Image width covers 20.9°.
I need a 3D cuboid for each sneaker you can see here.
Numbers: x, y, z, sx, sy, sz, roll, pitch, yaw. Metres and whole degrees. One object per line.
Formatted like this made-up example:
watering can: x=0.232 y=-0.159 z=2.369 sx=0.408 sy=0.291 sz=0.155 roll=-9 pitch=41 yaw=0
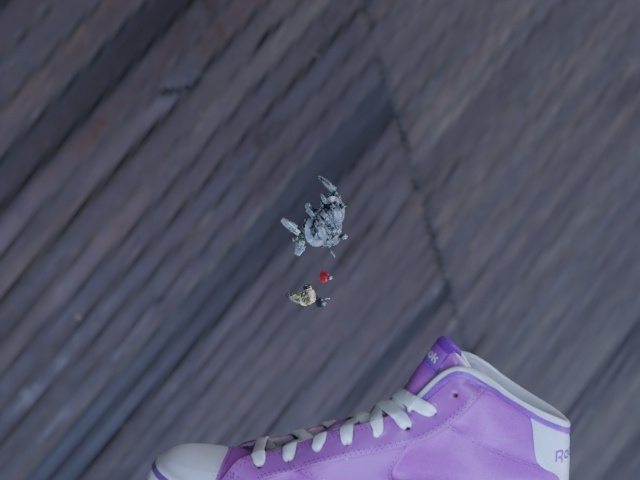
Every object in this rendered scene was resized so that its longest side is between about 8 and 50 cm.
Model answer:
sneaker: x=0.029 y=0.134 z=1.176 sx=0.102 sy=0.282 sz=0.161 roll=-92 pitch=-169 yaw=-80

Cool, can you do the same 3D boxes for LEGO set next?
LEGO set: x=0.002 y=0.001 z=1.091 sx=0.054 sy=0.023 sz=0.083 roll=-11 pitch=98 yaw=-43
